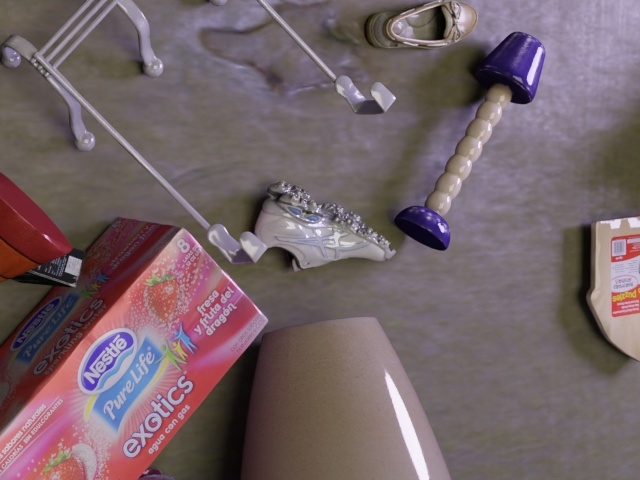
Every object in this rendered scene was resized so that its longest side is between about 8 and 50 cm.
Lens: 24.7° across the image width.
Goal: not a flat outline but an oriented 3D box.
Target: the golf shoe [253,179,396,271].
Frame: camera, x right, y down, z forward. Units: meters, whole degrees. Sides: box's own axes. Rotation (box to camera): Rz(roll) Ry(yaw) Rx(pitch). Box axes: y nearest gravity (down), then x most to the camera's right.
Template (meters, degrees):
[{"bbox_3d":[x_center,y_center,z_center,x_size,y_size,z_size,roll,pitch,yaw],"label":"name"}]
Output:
[{"bbox_3d":[0.000,0.000,1.629,0.176,0.069,0.086,23,102,-30],"label":"golf shoe"}]

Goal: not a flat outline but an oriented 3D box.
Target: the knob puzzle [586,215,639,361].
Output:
[{"bbox_3d":[0.415,0.063,1.917,0.213,0.030,0.213,-4,96,-34],"label":"knob puzzle"}]

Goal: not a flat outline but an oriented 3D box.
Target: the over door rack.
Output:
[{"bbox_3d":[-0.127,-0.157,1.474,0.324,0.108,0.239,42,71,-7],"label":"over door rack"}]

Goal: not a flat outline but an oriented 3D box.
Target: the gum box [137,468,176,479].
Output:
[{"bbox_3d":[-0.222,0.317,1.502,0.188,0.062,0.107,-18,104,-31],"label":"gum box"}]

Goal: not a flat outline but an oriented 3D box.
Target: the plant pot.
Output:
[{"bbox_3d":[0.018,0.226,1.565,0.256,0.256,0.274,-4,81,-33],"label":"plant pot"}]

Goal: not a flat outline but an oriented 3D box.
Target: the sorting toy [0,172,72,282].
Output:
[{"bbox_3d":[-0.390,-0.072,1.274,0.365,0.127,0.126,42,91,2],"label":"sorting toy"}]

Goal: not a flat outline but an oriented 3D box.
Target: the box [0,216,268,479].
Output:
[{"bbox_3d":[-0.219,0.133,1.434,0.300,0.154,0.142,-50,118,-18],"label":"box"}]

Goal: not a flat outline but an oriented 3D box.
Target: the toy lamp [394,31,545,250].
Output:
[{"bbox_3d":[0.180,-0.122,1.717,0.080,0.080,0.274,40,75,-30],"label":"toy lamp"}]

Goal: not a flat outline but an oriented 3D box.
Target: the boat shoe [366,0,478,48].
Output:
[{"bbox_3d":[0.126,-0.248,1.683,0.153,0.048,0.056,-8,99,-32],"label":"boat shoe"}]

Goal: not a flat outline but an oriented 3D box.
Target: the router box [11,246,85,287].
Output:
[{"bbox_3d":[-0.293,0.013,1.389,0.092,0.122,0.038,20,79,-34],"label":"router box"}]
